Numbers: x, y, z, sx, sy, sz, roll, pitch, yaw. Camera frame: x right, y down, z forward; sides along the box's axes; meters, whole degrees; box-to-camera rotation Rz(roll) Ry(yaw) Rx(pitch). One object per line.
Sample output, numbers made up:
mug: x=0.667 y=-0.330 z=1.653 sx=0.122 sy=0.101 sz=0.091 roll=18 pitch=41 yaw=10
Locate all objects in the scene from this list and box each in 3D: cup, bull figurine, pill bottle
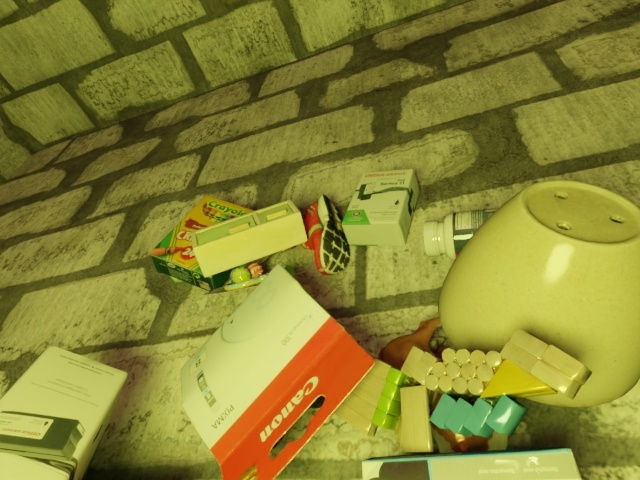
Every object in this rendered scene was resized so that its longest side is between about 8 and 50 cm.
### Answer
cup: x=0.372 y=0.047 z=0.674 sx=0.330 sy=0.237 sz=0.331 roll=-1 pitch=38 yaw=0
bull figurine: x=0.228 y=0.259 z=0.705 sx=0.188 sy=0.101 sz=0.310 roll=-29 pitch=46 yaw=-13
pill bottle: x=0.323 y=-0.010 z=0.931 sx=0.179 sy=0.108 sz=0.108 roll=-6 pitch=45 yaw=24

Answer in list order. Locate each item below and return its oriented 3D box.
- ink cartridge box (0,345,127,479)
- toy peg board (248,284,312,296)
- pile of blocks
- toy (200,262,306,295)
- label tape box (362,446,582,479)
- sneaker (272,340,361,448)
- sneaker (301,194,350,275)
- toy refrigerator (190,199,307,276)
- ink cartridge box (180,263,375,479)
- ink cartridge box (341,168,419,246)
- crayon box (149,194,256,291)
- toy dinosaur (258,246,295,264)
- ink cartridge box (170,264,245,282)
ink cartridge box: x=-0.500 y=0.416 z=0.688 sx=0.286 sy=0.166 sz=0.395 roll=-62 pitch=12 yaw=17
toy peg board: x=-0.088 y=0.196 z=0.974 sx=0.161 sy=0.079 sz=0.161 roll=-7 pitch=59 yaw=24
pile of blocks: x=0.187 y=0.223 z=0.604 sx=0.361 sy=0.112 sz=0.149 roll=-18 pitch=55 yaw=37
toy: x=-0.171 y=0.087 z=1.060 sx=0.237 sy=0.056 sz=0.136 roll=-8 pitch=4 yaw=29
label tape box: x=0.191 y=0.426 z=0.469 sx=0.248 sy=0.115 sz=0.348 roll=-12 pitch=59 yaw=18
sneaker: x=-0.066 y=0.274 z=0.834 sx=0.313 sy=0.116 sz=0.136 roll=-35 pitch=39 yaw=-9
sneaker: x=0.000 y=0.000 z=1.124 sx=0.118 sy=0.107 sz=0.279 roll=-33 pitch=34 yaw=22
toy refrigerator: x=-0.180 y=-0.013 z=1.070 sx=0.269 sy=0.094 sz=0.102 roll=-19 pitch=29 yaw=-10
ink cartridge box: x=-0.108 y=0.222 z=0.752 sx=0.308 sy=0.091 sz=0.385 roll=-47 pitch=20 yaw=-6
ink cartridge box: x=0.162 y=-0.088 z=1.115 sx=0.152 sy=0.087 sz=0.209 roll=0 pitch=46 yaw=27
crayon box: x=-0.302 y=-0.015 z=1.229 sx=0.202 sy=0.081 sz=0.319 roll=17 pitch=48 yaw=16
toy dinosaur: x=-0.132 y=0.021 z=1.192 sx=0.112 sy=0.064 sz=0.212 roll=-24 pitch=27 yaw=32
ink cartridge box: x=-0.323 y=0.035 z=1.272 sx=0.234 sy=0.056 sz=0.171 roll=-10 pitch=43 yaw=22
